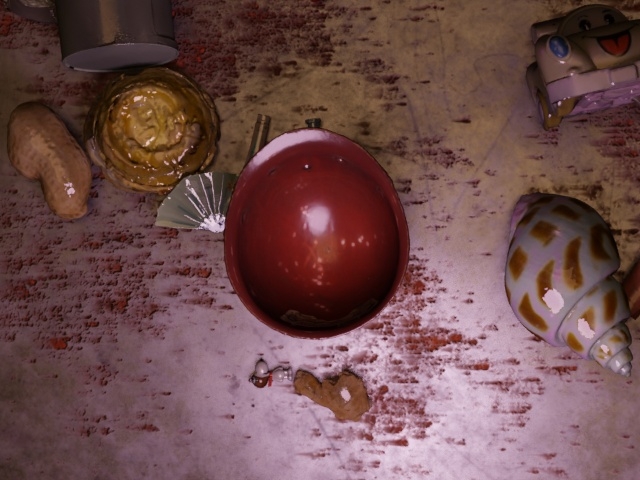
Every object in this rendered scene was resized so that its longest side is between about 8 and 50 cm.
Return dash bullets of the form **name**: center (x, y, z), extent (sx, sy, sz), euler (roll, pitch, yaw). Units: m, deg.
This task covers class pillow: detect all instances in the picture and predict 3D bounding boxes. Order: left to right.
- **pillow**: center (-0.564, -0.579, 1.971), extent (0.169, 0.059, 0.255), euler (16, 92, 9)

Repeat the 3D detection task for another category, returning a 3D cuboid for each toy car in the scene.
- **toy car**: center (0.497, -0.337, 1.712), extent (0.242, 0.336, 0.226), euler (-12, 87, 6)

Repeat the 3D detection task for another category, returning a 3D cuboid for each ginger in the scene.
- **ginger**: center (0.026, 0.295, 1.896), extent (0.165, 0.067, 0.096), euler (25, 114, 6)

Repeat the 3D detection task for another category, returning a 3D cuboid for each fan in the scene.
- **fan**: center (-0.223, -0.076, 1.932), extent (0.240, 0.009, 0.131), euler (-12, 107, -2)

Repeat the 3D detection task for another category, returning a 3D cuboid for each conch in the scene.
- **conch**: center (0.474, 0.077, 1.788), extent (0.249, 0.197, 0.368), euler (-27, 91, -12)

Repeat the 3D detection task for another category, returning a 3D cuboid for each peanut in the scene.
- **peanut**: center (-0.547, -0.162, 1.939), extent (0.137, 0.122, 0.253), euler (-37, 90, 14)

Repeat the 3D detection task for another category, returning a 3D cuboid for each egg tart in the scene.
- **egg tart**: center (-0.343, -0.225, 1.924), extent (0.279, 0.095, 0.278), euler (0, 88, 0)

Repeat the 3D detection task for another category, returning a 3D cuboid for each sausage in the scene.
- **sausage**: center (0.630, 0.069, 1.835), extent (0.065, 0.065, 0.169), euler (35, 94, 5)

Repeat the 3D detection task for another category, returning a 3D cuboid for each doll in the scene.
- **doll**: center (-0.100, 0.275, 1.927), extent (0.085, 0.040, 0.058), euler (17, 81, 7)

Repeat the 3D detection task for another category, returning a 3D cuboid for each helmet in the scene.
- **helmet**: center (0.000, 0.000, 1.820), extent (0.338, 0.230, 0.384), euler (-14, 81, 6)

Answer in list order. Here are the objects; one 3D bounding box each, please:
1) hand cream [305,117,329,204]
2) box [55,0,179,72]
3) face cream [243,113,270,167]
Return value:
- **hand cream**: center (-0.005, -0.159, 1.914), extent (0.065, 0.043, 0.170), euler (-7, 91, 3)
- **box**: center (-0.398, -0.427, 1.866), extent (0.226, 0.226, 0.149), euler (-7, 89, 6)
- **face cream**: center (-0.127, -0.199, 1.939), extent (0.038, 0.020, 0.115), euler (13, 92, 5)
